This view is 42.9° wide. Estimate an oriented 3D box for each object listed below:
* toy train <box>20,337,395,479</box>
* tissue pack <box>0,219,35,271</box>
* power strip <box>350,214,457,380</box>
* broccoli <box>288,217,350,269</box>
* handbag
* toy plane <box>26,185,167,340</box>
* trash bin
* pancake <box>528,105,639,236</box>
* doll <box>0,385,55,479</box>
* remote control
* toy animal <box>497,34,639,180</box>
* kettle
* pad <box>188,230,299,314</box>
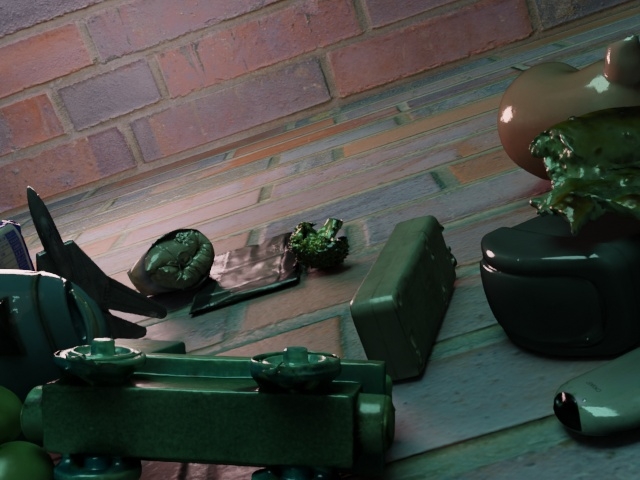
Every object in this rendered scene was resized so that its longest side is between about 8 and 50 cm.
[{"bbox_3d":[-0.082,0.138,0.675,0.298,0.120,0.194,1,0,12],"label":"toy train"},{"bbox_3d":[-0.534,0.108,1.198,0.137,0.209,0.270,-4,20,15],"label":"tissue pack"},{"bbox_3d":[0.102,0.044,0.891,0.053,0.093,0.288,-15,15,23],"label":"power strip"},{"bbox_3d":[0.000,0.000,1.181,0.092,0.095,0.097,-58,-8,-11],"label":"broccoli"},{"bbox_3d":[-0.235,0.039,1.293,0.117,0.095,0.173,-39,7,-22],"label":"handbag"},{"bbox_3d":[-0.339,0.047,1.082,0.212,0.267,0.088,-25,22,-19],"label":"toy plane"},{"bbox_3d":[0.272,0.018,0.778,0.236,0.101,0.176,-23,15,-22],"label":"trash bin"},{"bbox_3d":[0.395,-0.056,0.695,0.426,0.067,0.305,19,39,27],"label":"pancake"},{"bbox_3d":[-0.372,0.243,0.622,0.322,0.186,0.198,-9,39,-34],"label":"doll"},{"bbox_3d":[0.297,0.084,0.618,0.256,0.045,0.097,-23,16,-7],"label":"remote control"},{"bbox_3d":[0.372,-0.159,1.131,0.213,0.195,0.256,1,4,-33],"label":"toy animal"},{"bbox_3d":[-0.378,0.155,0.861,0.342,0.247,0.319,-20,-18,-4],"label":"kettle"},{"bbox_3d":[-0.111,0.046,1.271,0.174,0.022,0.233,-18,16,7],"label":"pad"}]
